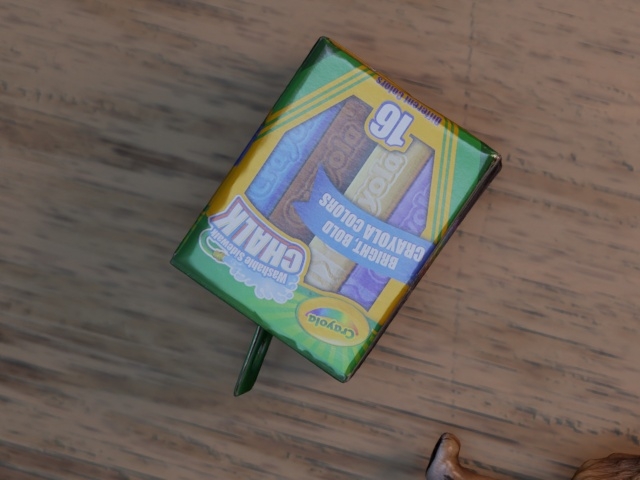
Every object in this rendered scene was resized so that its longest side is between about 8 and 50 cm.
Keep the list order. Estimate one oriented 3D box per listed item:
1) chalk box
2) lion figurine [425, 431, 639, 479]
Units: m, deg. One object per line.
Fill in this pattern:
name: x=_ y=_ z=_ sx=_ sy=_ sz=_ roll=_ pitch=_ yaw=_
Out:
chalk box: x=0.000 y=0.000 z=1.178 sx=0.132 sy=0.132 sz=0.213 roll=36 pitch=94 yaw=4
lion figurine: x=0.134 y=0.277 z=1.183 sx=0.240 sy=0.142 sz=0.392 roll=27 pitch=106 yaw=0
